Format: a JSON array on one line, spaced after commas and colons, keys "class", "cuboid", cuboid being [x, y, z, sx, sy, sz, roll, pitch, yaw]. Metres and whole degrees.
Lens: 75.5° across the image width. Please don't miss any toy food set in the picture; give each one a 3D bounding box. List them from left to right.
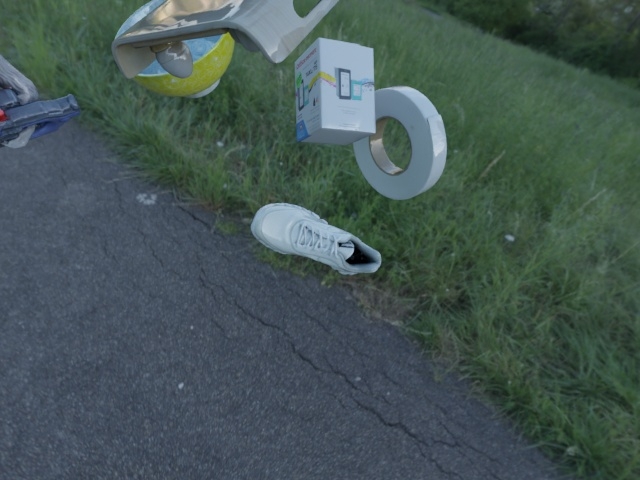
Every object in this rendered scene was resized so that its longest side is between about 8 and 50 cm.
[{"class": "toy food set", "cuboid": [-0.124, -0.304, 0.577, 0.305, 0.092, 0.220, 12, 57, 33]}]

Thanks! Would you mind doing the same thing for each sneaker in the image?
[{"class": "sneaker", "cuboid": [0.000, 0.000, 0.861, 0.291, 0.118, 0.110, 19, 89, -25]}]

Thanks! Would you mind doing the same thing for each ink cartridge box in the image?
[{"class": "ink cartridge box", "cuboid": [0.044, -0.467, 1.338, 0.197, 0.198, 0.271, -2, 90, -26]}]

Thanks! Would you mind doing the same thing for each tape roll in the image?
[{"class": "tape roll", "cuboid": [0.264, -0.335, 1.444, 0.071, 0.392, 0.392, -23, 60, -31]}]

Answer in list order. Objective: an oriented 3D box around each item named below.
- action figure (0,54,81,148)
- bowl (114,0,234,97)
[{"class": "action figure", "cuboid": [-0.495, -0.156, 0.466, 0.329, 0.179, 0.341, 4, 31, 42]}, {"class": "bowl", "cuboid": [-0.327, -0.447, 1.006, 0.288, 0.156, 0.290, -5, 64, 10]}]
